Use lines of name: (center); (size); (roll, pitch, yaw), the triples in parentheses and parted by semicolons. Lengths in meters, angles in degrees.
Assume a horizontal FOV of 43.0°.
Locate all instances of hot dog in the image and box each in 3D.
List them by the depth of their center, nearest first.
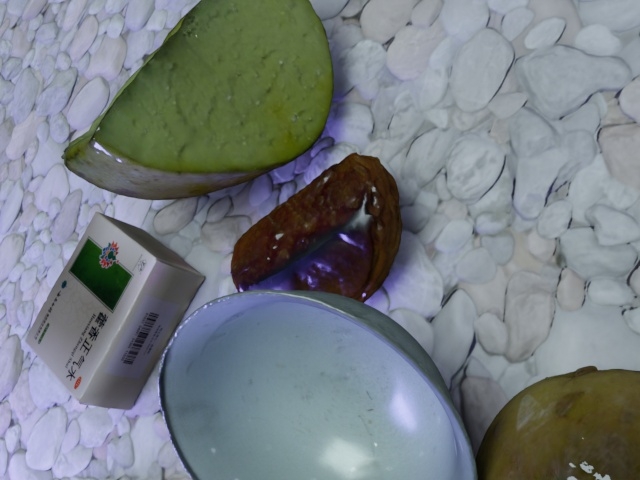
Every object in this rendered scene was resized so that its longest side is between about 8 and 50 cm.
hot dog: (-0.001, 0.001, 0.906); (0.227, 0.099, 0.160); (-27, 58, 28)

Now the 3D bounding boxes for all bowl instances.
bowl: (0.013, 0.155, 0.783); (0.313, 0.146, 0.313); (11, 119, 20)

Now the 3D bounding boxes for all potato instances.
potato: (0.237, 0.217, 0.638); (0.239, 0.116, 0.299); (-50, 52, 5)
potato: (-0.154, -0.156, 1.045); (0.330, 0.213, 0.280); (-56, 20, -21)

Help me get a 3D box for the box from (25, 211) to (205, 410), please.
box: (-0.278, 0.094, 1.089); (0.168, 0.095, 0.212); (31, 93, 38)
